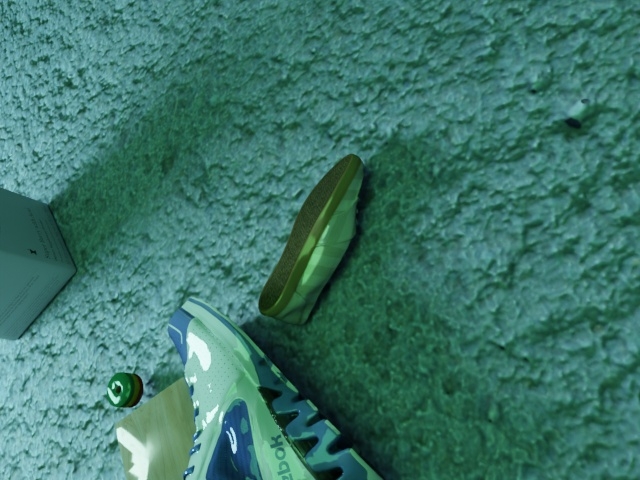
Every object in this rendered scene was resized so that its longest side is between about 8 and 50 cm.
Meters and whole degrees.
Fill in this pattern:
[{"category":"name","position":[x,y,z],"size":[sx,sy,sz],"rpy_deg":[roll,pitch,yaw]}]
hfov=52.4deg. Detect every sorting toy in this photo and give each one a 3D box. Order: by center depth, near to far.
[{"category":"sorting toy","position":[-0.179,0.268,0.806],"size":[0.132,0.046,0.275],"rpy_deg":[-36,58,18]}]

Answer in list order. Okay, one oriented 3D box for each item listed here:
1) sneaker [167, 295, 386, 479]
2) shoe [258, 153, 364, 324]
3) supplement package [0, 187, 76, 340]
[{"category":"sneaker","position":[-0.099,0.210,0.696],"size":[0.182,0.127,0.315],"rpy_deg":[-44,55,-11]},{"category":"shoe","position":[0.000,0.000,0.778],"size":[0.219,0.058,0.076],"rpy_deg":[-62,23,-4]},{"category":"supplement package","position":[-0.563,0.013,0.984],"size":[0.175,0.293,0.178],"rpy_deg":[-45,57,13]}]
